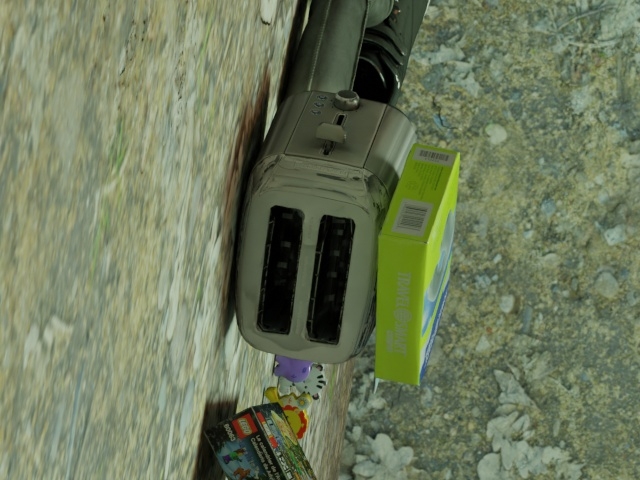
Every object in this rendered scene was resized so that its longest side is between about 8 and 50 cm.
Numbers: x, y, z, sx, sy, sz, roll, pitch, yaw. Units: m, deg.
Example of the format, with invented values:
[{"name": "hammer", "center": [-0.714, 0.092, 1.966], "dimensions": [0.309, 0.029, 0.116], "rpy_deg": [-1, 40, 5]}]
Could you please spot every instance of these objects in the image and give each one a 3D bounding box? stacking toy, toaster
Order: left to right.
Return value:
[{"name": "stacking toy", "center": [-0.015, 0.080, 2.026], "dimensions": [0.167, 0.052, 0.221], "rpy_deg": [-59, 156, -80]}, {"name": "toaster", "center": [0.000, 0.000, 1.585], "dimensions": [0.146, 0.129, 0.227], "rpy_deg": [-64, 164, -64]}]

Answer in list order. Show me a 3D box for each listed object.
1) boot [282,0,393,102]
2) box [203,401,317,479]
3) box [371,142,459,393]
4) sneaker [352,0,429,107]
[{"name": "boot", "center": [0.017, -0.168, 1.796], "dimensions": [0.189, 0.076, 0.208], "rpy_deg": [54, 36, -64]}, {"name": "box", "center": [-0.028, 0.213, 1.615], "dimensions": [0.159, 0.044, 0.233], "rpy_deg": [64, 2, 5]}, {"name": "box", "center": [0.072, 0.027, 1.530], "dimensions": [0.178, 0.042, 0.109], "rpy_deg": [91, 15, -45]}, {"name": "sneaker", "center": [0.060, -0.231, 2.009], "dimensions": [0.147, 0.105, 0.295], "rpy_deg": [-91, -167, -85]}]
